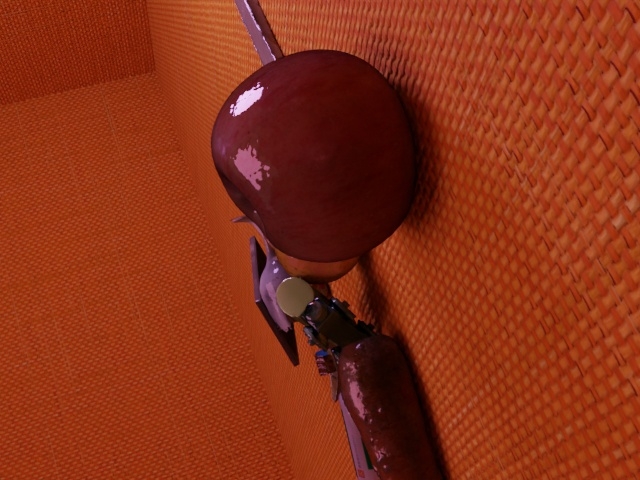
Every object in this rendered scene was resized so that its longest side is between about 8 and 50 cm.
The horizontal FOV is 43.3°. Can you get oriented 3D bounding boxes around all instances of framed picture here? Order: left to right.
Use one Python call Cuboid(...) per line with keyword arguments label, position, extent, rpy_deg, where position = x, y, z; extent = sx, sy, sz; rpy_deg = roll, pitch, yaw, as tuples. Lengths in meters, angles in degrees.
Cuboid(label="framed picture", position=(-0.126, 0.157, 2.167), extent=(0.324, 0.020, 0.240), rpy_deg=(-103, -12, -58))

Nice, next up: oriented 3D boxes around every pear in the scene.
Cuboid(label="pear", position=(0.000, 0.000, 1.511), extent=(0.178, 0.178, 0.178), rpy_deg=(164, 90, -76))

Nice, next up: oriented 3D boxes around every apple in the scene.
Cuboid(label="apple", position=(-0.017, -0.116, 1.178), extent=(0.345, 0.270, 0.344), rpy_deg=(163, 90, -76))

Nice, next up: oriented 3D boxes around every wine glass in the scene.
Cuboid(label="wine glass", position=(-0.104, 0.062, 1.988), extent=(0.321, 0.143, 0.143), rpy_deg=(66, 166, -1))

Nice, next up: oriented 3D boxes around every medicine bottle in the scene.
Cuboid(label="medicine bottle", position=(0.107, 0.430, 1.680), extent=(0.095, 0.095, 0.260), rpy_deg=(-151, 47, -71))

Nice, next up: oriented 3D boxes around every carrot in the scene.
Cuboid(label="carrot", position=(0.124, 0.315, 1.422), extent=(0.301, 0.139, 0.138), rpy_deg=(65, 165, 8))

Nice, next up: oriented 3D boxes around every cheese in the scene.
Cuboid(label="cheese", position=(-0.142, -0.479, 1.769), extent=(0.085, 0.034, 0.400), rpy_deg=(102, 149, -54))

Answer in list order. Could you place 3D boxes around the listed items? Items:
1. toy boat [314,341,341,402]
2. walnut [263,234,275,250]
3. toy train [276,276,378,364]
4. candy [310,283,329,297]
Cuboid(label="toy boat", position=(0.025, 0.299, 1.919), extent=(0.065, 0.066, 0.172), rpy_deg=(-156, 50, -69))
Cuboid(label="walnut", position=(-0.056, -0.041, 1.703), extent=(0.166, 0.149, 0.166), rpy_deg=(44, -178, -2))
Cuboid(label="toy train", position=(0.012, 0.150, 1.531), extent=(0.157, 0.105, 0.253), rpy_deg=(40, 179, 34))
Cuboid(label="candy", position=(-0.059, 0.022, 1.870), extent=(0.084, 0.078, 0.287), rpy_deg=(-24, 87, 48))
